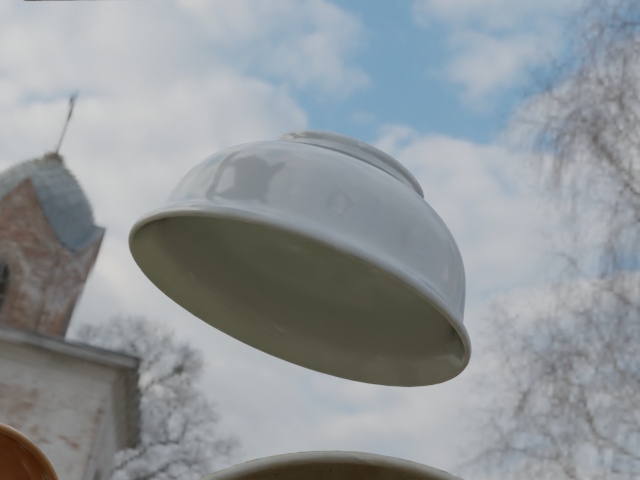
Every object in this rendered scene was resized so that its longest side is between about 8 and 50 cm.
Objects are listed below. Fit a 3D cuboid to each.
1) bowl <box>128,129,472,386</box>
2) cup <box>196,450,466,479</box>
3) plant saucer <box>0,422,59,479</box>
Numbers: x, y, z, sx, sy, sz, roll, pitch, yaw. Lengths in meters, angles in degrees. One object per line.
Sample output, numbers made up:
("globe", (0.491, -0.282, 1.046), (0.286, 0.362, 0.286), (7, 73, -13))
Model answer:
("bowl", (0.000, 0.000, 1.005), (0.298, 0.134, 0.298), (18, -23, 8))
("cup", (0.009, 0.328, 0.713), (0.331, 0.331, 0.237), (11, -48, 3))
("plant saucer", (-0.338, 0.250, 1.091), (0.200, 0.200, 0.037), (27, 3, -28))
